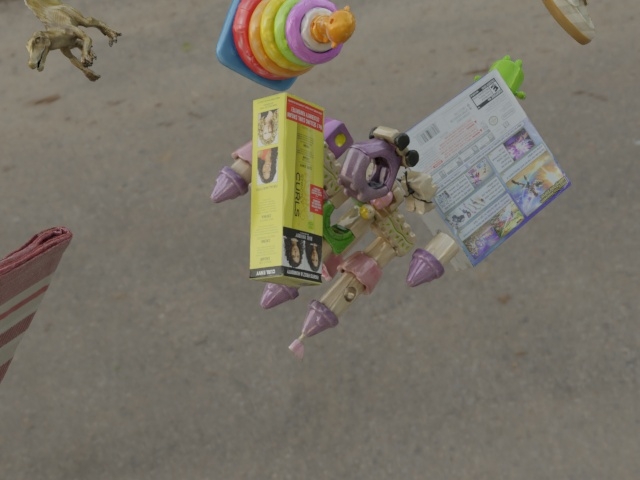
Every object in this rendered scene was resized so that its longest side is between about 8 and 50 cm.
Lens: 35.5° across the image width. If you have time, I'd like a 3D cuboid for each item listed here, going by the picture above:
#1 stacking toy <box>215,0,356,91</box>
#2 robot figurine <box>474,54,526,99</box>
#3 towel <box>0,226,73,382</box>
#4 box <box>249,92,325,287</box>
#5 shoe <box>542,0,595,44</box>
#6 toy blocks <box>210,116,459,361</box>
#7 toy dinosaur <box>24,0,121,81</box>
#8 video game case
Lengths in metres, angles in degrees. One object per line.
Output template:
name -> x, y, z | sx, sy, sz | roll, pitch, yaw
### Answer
stacking toy -> -0.024, -0.339, 1.605 | 0.302, 0.166, 0.175 | 15, 84, 60
robot figurine -> 0.342, -0.294, 1.889 | 0.101, 0.067, 0.115 | 24, 64, 16
towel -> -0.441, 0.143, 1.274 | 0.037, 0.329, 0.237 | 32, 20, 4
box -> -0.041, -0.061, 1.255 | 0.058, 0.087, 0.232 | -8, 75, 37
shoe -> 0.321, -0.369, 1.360 | 0.058, 0.219, 0.076 | -28, 5, 32
toy blocks -> 0.000, 0.000, 1.452 | 0.260, 0.288, 0.309 | -45, 33, -17
toy dinosaur -> -0.239, -0.204, 0.935 | 0.053, 0.093, 0.183 | -45, 35, 16
video game case -> 0.265, -0.121, 1.696 | 0.269, 0.244, 0.061 | -37, 5, -27
